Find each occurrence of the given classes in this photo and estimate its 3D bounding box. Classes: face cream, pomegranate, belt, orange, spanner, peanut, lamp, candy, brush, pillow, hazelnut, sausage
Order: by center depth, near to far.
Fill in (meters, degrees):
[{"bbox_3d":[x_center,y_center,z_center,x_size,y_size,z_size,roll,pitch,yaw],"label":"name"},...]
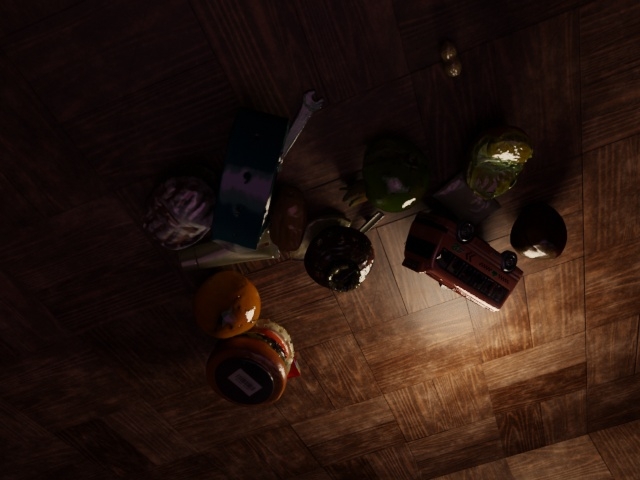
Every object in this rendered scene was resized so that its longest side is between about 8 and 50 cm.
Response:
[{"bbox_3d":[0.373,-0.520,1.403,0.053,0.054,0.113,-25,130,11],"label":"peanut"},{"bbox_3d":[-0.209,-0.163,1.424,0.172,0.300,0.437,12,126,-3],"label":"belt"},{"bbox_3d":[-0.087,-0.327,1.507,0.071,0.018,0.302,24,120,-24],"label":"spanner"},{"bbox_3d":[-0.435,-0.101,1.543,0.214,0.157,0.289,35,114,-20],"label":"candy"},{"bbox_3d":[0.200,-0.188,1.549,0.235,0.236,0.301,29,142,-27],"label":"pomegranate"},{"bbox_3d":[0.550,-0.261,1.559,0.179,0.159,0.237,5,127,-13],"label":"orange"},{"bbox_3d":[-0.107,-0.068,1.633,0.120,0.136,0.241,-8,134,-18],"label":"sausage"},{"bbox_3d":[0.065,0.063,1.653,0.246,0.247,0.247,-4,128,-5],"label":"lamp"},{"bbox_3d":[0.513,-0.142,1.717,0.229,0.050,0.148,37,110,-27],"label":"pillow"},{"bbox_3d":[-0.320,0.036,1.722,0.340,0.084,0.138,-12,119,-8],"label":"face cream"},{"bbox_3d":[0.156,-0.046,1.757,0.034,0.028,0.190,30,126,-23],"label":"brush"},{"bbox_3d":[-0.338,0.235,1.768,0.245,0.246,0.246,-4,128,-5],"label":"orange"},{"bbox_3d":[0.791,-0.034,1.772,0.207,0.208,0.208,-4,128,-5],"label":"hazelnut"}]

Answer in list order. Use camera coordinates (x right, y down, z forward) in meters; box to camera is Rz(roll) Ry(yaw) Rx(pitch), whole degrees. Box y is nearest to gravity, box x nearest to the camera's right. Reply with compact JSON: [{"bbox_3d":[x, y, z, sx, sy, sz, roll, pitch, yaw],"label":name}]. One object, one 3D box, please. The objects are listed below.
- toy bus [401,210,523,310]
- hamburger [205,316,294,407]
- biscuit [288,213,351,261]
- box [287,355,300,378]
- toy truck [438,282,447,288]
[{"bbox_3d":[0.495,0.072,1.738,0.426,0.203,0.233,29,89,-27],"label":"toy bus"},{"bbox_3d":[-0.273,0.470,1.934,0.329,0.250,0.330,4,117,8],"label":"hamburger"},{"bbox_3d":[0.000,0.000,1.759,0.265,0.040,0.188,-36,122,18],"label":"biscuit"},{"bbox_3d":[-0.160,0.536,2.142,0.112,0.048,0.175,-15,128,4],"label":"box"},{"bbox_3d":[0.534,0.152,1.928,0.147,0.079,0.065,14,124,-20],"label":"toy truck"}]
